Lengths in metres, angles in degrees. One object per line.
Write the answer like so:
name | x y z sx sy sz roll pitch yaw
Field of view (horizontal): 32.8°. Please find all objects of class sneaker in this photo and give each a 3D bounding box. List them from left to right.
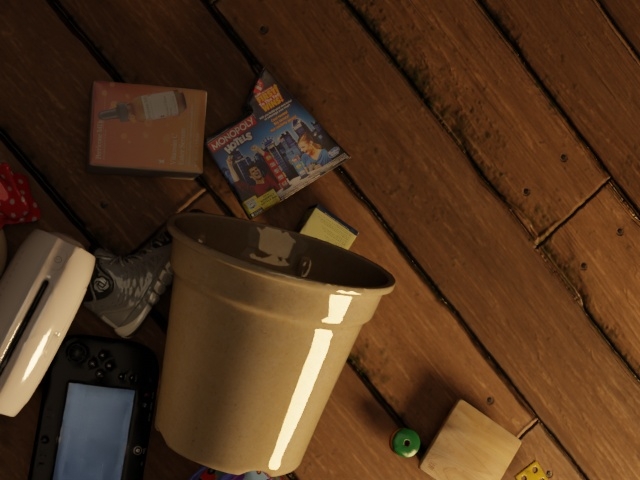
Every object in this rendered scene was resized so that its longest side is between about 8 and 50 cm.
sneaker | -0.278 0.023 1.644 0.132 0.086 0.229 35 79 -9

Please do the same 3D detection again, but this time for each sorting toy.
sorting toy | 0.247 0.355 1.791 0.274 0.046 0.132 35 78 -11

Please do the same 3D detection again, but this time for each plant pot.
plant pot | -0.095 0.153 1.555 0.334 0.334 0.305 14 100 -15

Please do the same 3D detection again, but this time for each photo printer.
photo printer | -0.406 0.110 1.485 0.107 0.307 0.256 28 81 -13

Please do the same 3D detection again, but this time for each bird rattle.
bird rattle | -0.534 -0.008 1.577 0.253 0.143 0.207 -7 100 -29

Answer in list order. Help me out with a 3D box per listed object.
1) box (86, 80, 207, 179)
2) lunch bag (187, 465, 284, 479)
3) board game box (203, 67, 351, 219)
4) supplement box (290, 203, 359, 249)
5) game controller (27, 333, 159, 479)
box | -0.266 -0.165 1.654 0.170 0.091 0.130 3 86 -16
lunch bag | -0.153 0.480 1.639 0.293 0.138 0.221 -42 101 -5
board game box | -0.085 -0.162 1.721 0.194 0.060 0.194 -32 95 -15
supplement box | 0.000 0.000 1.737 0.083 0.056 0.083 34 78 -11
game controller | -0.340 0.303 1.614 0.166 0.067 0.319 10 85 -11
